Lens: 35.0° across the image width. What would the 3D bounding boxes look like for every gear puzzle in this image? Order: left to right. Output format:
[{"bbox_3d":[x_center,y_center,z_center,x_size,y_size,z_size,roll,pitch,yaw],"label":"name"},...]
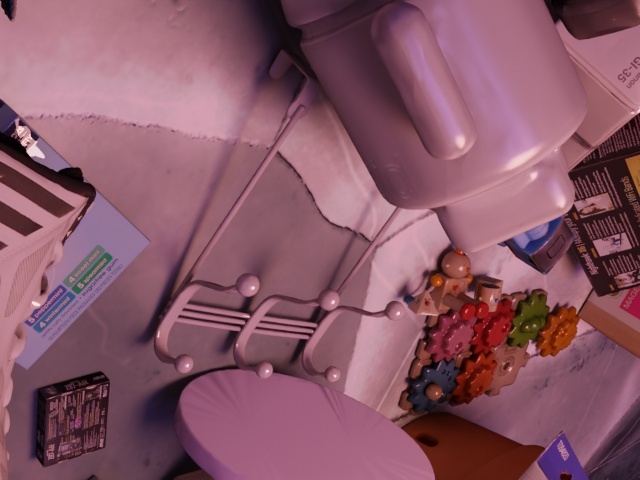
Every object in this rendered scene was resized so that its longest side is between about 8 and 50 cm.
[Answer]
[{"bbox_3d":[0.256,0.155,1.404,0.339,0.044,0.175,-5,119,-41],"label":"gear puzzle"}]

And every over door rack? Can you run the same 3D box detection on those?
[{"bbox_3d":[0.000,0.000,1.016,0.240,0.108,0.324,14,107,-47],"label":"over door rack"}]

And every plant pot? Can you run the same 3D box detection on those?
[{"bbox_3d":[0.189,0.369,1.367,0.291,0.203,0.290,-23,129,-30],"label":"plant pot"}]

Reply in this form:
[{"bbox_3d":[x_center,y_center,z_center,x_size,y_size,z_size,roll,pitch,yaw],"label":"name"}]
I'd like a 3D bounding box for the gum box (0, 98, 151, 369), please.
[{"bbox_3d":[-0.251,0.001,0.832,0.157,0.041,0.184,-46,137,-7],"label":"gum box"}]

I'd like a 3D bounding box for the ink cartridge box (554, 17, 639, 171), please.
[{"bbox_3d":[0.302,-0.194,1.050,0.207,0.117,0.283,-45,175,-10],"label":"ink cartridge box"}]

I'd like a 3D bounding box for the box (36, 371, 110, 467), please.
[{"bbox_3d":[-0.238,0.173,0.977,0.067,0.018,0.083,-13,125,-37],"label":"box"}]

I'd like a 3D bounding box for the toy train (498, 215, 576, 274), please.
[{"bbox_3d":[0.229,-0.036,1.203,0.080,0.105,0.184,-51,139,-4],"label":"toy train"}]

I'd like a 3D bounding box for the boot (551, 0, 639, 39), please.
[{"bbox_3d":[0.169,-0.441,0.835,0.146,0.367,0.445,-22,123,29],"label":"boot"}]

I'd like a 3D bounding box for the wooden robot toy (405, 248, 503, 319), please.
[{"bbox_3d":[0.177,0.049,1.245,0.173,0.076,0.079,-3,108,-42],"label":"wooden robot toy"}]

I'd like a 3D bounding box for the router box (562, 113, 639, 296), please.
[{"bbox_3d":[0.429,-0.058,1.293,0.243,0.081,0.309,-17,143,20],"label":"router box"}]

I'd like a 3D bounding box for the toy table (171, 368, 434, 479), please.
[{"bbox_3d":[-0.034,0.263,1.084,0.252,0.274,0.160,-53,166,-57],"label":"toy table"}]

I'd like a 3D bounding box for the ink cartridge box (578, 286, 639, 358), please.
[{"bbox_3d":[0.520,0.067,1.476,0.088,0.193,0.234,21,101,-46],"label":"ink cartridge box"}]

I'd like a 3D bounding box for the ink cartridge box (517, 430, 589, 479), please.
[{"bbox_3d":[0.262,0.367,1.244,0.224,0.045,0.223,-46,138,-9],"label":"ink cartridge box"}]

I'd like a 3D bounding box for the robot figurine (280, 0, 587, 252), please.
[{"bbox_3d":[0.096,-0.167,0.872,0.200,0.300,0.353,-25,105,14],"label":"robot figurine"}]

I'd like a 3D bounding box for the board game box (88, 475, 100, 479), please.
[{"bbox_3d":[-0.246,0.424,1.083,0.224,0.097,0.303,-38,138,-19],"label":"board game box"}]

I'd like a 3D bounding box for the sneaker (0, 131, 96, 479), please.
[{"bbox_3d":[-0.241,0.085,0.743,0.257,0.169,0.447,-50,158,-30],"label":"sneaker"}]

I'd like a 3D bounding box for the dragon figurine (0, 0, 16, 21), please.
[{"bbox_3d":[-0.254,-0.279,0.604,0.144,0.085,0.289,-14,121,-34],"label":"dragon figurine"}]
